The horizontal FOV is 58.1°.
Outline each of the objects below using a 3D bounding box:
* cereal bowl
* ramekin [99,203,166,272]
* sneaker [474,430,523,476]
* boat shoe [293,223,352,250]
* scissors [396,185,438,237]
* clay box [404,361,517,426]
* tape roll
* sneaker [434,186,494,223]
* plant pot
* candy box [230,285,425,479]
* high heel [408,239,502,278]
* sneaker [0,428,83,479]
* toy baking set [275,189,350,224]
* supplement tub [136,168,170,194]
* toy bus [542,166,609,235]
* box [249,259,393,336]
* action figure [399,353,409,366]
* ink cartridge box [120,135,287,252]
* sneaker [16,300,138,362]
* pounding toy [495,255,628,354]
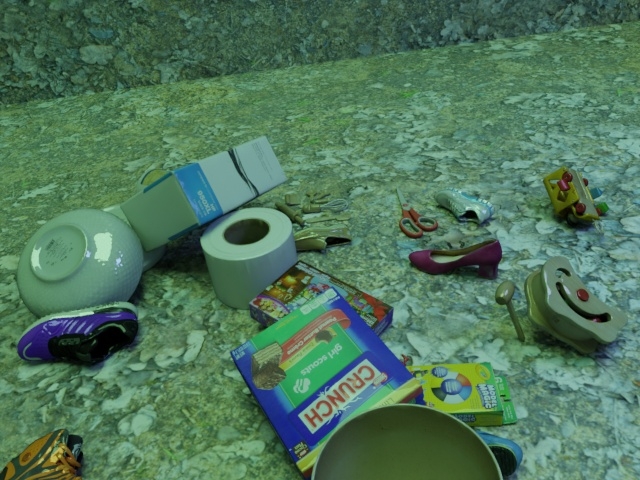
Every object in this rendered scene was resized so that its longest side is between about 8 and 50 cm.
[{"bbox_3d":[-0.655,0.058,1.527,0.338,0.141,0.339,-4,66,8],"label":"cereal bowl"},{"bbox_3d":[-0.614,-0.004,1.744,0.272,0.127,0.273,-6,35,4],"label":"ramekin"},{"bbox_3d":[0.267,0.388,1.072,0.209,0.069,0.082,0,1,26],"label":"sneaker"},{"bbox_3d":[0.000,0.000,1.674,0.189,0.068,0.072,-14,47,-9],"label":"boat shoe"},{"bbox_3d":[0.260,-0.097,1.794,0.108,0.021,0.297,-18,37,-12],"label":"scissors"},{"bbox_3d":[0.277,0.313,1.173,0.221,0.053,0.127,-5,35,6],"label":"clay box"},{"bbox_3d":[-0.184,0.044,1.553,0.246,0.169,0.246,-5,35,3],"label":"tape roll"},{"bbox_3d":[0.418,-0.100,1.729,0.190,0.071,0.083,22,50,36],"label":"sneaker"},{"bbox_3d":[0.135,0.432,0.909,0.283,0.191,0.284,-5,35,3],"label":"plant pot"},{"bbox_3d":[0.008,0.283,1.146,0.268,0.122,0.317,-32,47,-13],"label":"candy box"},{"bbox_3d":[0.349,0.031,1.508,0.244,0.117,0.082,13,40,27],"label":"high heel"},{"bbox_3d":[-0.468,0.444,1.073,0.320,0.125,0.180,2,37,14],"label":"sneaker"},{"bbox_3d":[-0.024,-0.113,1.866,0.196,0.030,0.256,-23,37,-21],"label":"toy baking set"},{"bbox_3d":[-0.498,-0.157,1.926,0.199,0.144,0.144,14,40,28],"label":"supplement tub"},{"bbox_3d":[0.715,-0.107,1.643,0.104,0.191,0.202,-37,9,44],"label":"toy bus"},{"bbox_3d":[0.001,0.174,1.396,0.293,0.057,0.201,25,46,28],"label":"box"},{"bbox_3d":[0.151,0.293,1.242,0.030,0.038,0.115,33,46,15],"label":"action figure"},{"bbox_3d":[-0.333,-0.142,1.700,0.285,0.166,0.395,-22,9,41],"label":"ink cartridge box"},{"bbox_3d":[-0.590,0.245,1.403,0.293,0.102,0.146,-17,36,-13],"label":"sneaker"},{"bbox_3d":[0.520,0.145,1.289,0.269,0.155,0.154,31,54,1],"label":"pounding toy"}]
